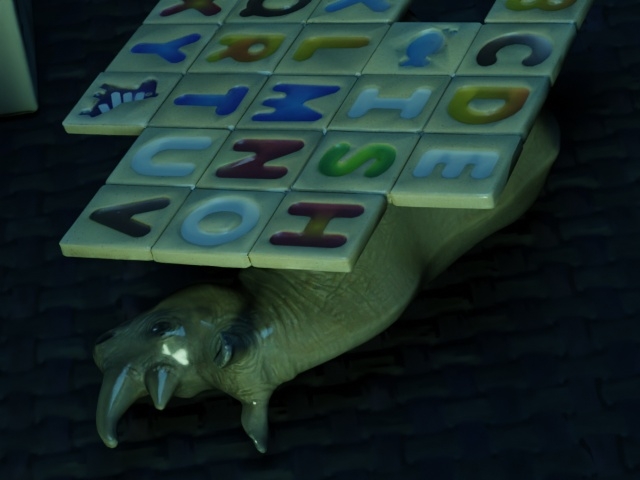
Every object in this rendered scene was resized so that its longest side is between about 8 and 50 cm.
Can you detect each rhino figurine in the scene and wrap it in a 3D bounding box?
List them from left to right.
[{"bbox_3d":[0.000,0.000,0.758,0.106,0.073,0.243,25,53,35],"label":"rhino figurine"}]

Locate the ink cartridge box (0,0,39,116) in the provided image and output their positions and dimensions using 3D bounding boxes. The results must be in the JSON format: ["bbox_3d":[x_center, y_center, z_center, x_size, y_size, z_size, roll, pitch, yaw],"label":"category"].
[{"bbox_3d":[-0.170,-0.157,0.806,0.060,0.275,0.239,-11,43,-3],"label":"ink cartridge box"}]

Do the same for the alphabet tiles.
[{"bbox_3d":[-0.002,-0.065,0.775,0.198,0.009,0.237,3,38,24],"label":"alphabet tiles"}]
